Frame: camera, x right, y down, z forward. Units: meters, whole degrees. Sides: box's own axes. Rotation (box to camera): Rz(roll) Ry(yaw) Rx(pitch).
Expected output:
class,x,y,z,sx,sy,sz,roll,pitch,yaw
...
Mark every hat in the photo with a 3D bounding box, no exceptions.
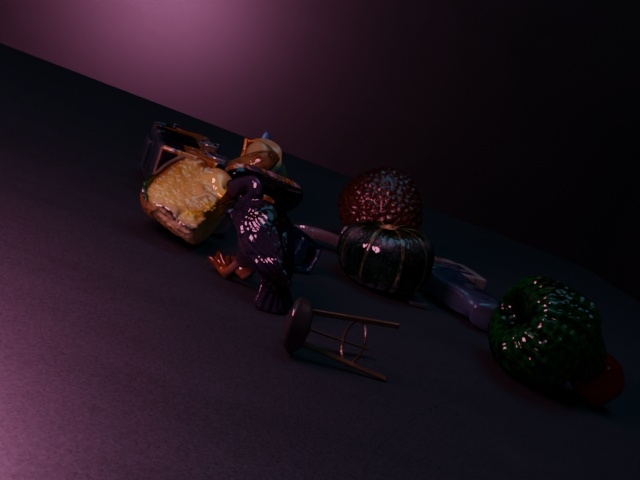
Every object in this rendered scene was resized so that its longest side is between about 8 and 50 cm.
class,x,y,z,sx,sy,sz,roll,pitch,yaw
hat,0.550,0.236,1.619,0.332,0.242,0.274,34,23,-10

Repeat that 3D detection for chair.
class,x,y,z,sx,sy,sz,roll,pitch,yaw
chair,0.021,0.166,1.275,0.222,0.104,0.095,21,-14,-28

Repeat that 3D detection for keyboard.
class,x,y,z,sx,sy,sz,roll,pitch,yaw
keyboard,0.218,0.134,1.930,0.055,0.014,0.176,15,14,-29

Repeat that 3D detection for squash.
class,x,y,z,sx,sy,sz,roll,pitch,yaw
squash,0.167,0.040,1.886,0.252,0.165,0.252,8,15,-2

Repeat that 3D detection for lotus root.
class,x,y,z,sx,sy,sz,roll,pitch,yaw
lotus root,-0.243,-0.201,2.173,0.259,0.097,0.110,-17,10,19

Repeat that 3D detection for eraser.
class,x,y,z,sx,sy,sz,roll,pitch,yaw
eraser,0.343,0.102,2.137,0.279,0.081,0.124,13,15,-36

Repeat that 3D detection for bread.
class,x,y,z,sx,sy,sz,roll,pitch,yaw
bread,-0.299,-0.074,1.622,0.174,0.133,0.251,32,35,3

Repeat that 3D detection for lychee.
class,x,y,z,sx,sy,sz,roll,pitch,yaw
lychee,0.190,-0.098,2.324,0.276,0.275,0.304,12,32,-42

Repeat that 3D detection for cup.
class,x,y,z,sx,sy,sz,roll,pitch,yaw
cup,-0.263,-0.063,1.771,0.102,0.074,0.099,20,12,-12

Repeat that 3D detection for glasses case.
class,x,y,z,sx,sy,sz,roll,pitch,yaw
glasses case,-0.176,-0.145,2.126,0.321,0.122,0.082,17,46,-52

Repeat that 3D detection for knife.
class,x,y,z,sx,sy,sz,roll,pitch,yaw
knife,0.001,-0.002,2.051,0.278,0.053,0.123,14,20,-30

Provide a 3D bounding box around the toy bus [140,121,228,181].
class,x,y,z,sx,sy,sz,roll,pitch,yaw
toy bus,-0.375,-0.201,1.974,0.194,0.161,0.323,15,16,-22

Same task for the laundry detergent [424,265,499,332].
class,x,y,z,sx,sy,sz,roll,pitch,yaw
laundry detergent,0.412,0.168,1.944,0.143,0.094,0.290,17,12,-42

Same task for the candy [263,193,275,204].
class,x,y,z,sx,sy,sz,roll,pitch,yaw
candy,-0.157,-0.049,1.960,0.084,0.078,0.287,-2,25,-6

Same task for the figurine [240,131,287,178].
class,x,y,z,sx,sy,sz,roll,pitch,yaw
figurine,-0.184,-0.217,2.332,0.154,0.180,0.262,34,-26,25

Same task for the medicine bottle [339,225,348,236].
class,x,y,z,sx,sy,sz,roll,pitch,yaw
medicine bottle,0.153,0.021,2.203,0.199,0.057,0.057,25,12,11

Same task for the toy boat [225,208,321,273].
class,x,y,z,sx,sy,sz,roll,pitch,yaw
toy boat,-0.113,-0.010,1.668,0.062,0.096,0.299,24,-7,44

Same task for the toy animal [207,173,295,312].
class,x,y,z,sx,sy,sz,roll,pitch,yaw
toy animal,-0.129,0.008,1.457,0.122,0.185,0.298,17,31,-45
